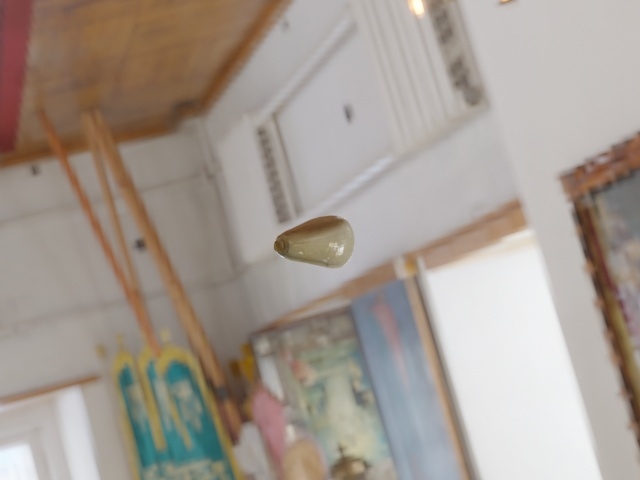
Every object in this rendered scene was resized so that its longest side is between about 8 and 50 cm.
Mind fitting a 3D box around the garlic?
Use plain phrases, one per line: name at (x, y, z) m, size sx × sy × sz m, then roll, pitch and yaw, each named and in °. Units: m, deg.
garlic at (-0.001, 0.000, 1.231) m, size 0.053 × 0.041 × 0.083 m, roll 13°, pitch -168°, yaw 27°
